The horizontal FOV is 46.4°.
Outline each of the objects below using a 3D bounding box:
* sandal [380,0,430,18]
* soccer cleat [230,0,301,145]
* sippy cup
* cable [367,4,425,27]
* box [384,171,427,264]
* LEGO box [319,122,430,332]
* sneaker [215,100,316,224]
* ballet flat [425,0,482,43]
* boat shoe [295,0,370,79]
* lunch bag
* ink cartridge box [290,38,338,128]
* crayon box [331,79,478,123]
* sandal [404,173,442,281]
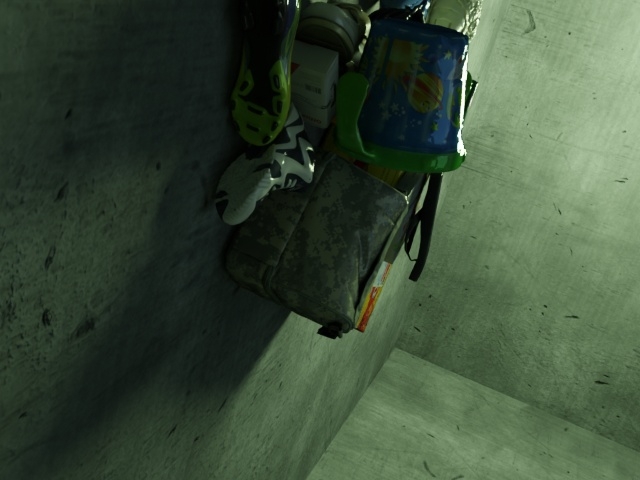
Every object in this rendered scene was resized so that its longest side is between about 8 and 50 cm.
[{"bbox_3d":[0.171,-0.509,1.555,0.138,0.126,0.317,-68,164,15],"label":"sandal"},{"bbox_3d":[-0.072,-0.270,1.092,0.121,0.093,0.289,-62,166,-46],"label":"soccer cleat"},{"bbox_3d":[0.152,-0.257,1.284,0.305,0.239,0.224,-77,176,-67],"label":"sippy cup"},{"bbox_3d":[0.147,-0.426,1.550,0.184,0.150,0.047,33,42,-77],"label":"cable"},{"bbox_3d":[0.179,-0.062,1.597,0.145,0.038,0.186,-52,159,-46],"label":"box"},{"bbox_3d":[0.088,-0.066,1.725,0.501,0.193,0.372,-67,165,-6],"label":"LEGO box"},{"bbox_3d":[-0.074,-0.098,1.240,0.153,0.094,0.235,50,49,-44],"label":"sneaker"},{"bbox_3d":[0.335,-0.533,2.028,0.147,0.146,0.409,-50,156,-49],"label":"ballet flat"},{"bbox_3d":[0.024,-0.361,1.284,0.302,0.113,0.103,10,99,-84],"label":"boat shoe"},{"bbox_3d":[0.000,0.000,1.390,0.305,0.255,0.213,-63,164,-17],"label":"lunch bag"},{"bbox_3d":[-0.023,-0.263,1.249,0.135,0.099,0.056,88,27,-59],"label":"ink cartridge box"},{"bbox_3d":[0.156,-0.280,1.493,0.081,0.278,0.166,-41,150,-74],"label":"crayon box"},{"bbox_3d":[0.218,-0.039,1.615,0.097,0.054,0.255,-30,130,-77],"label":"sandal"}]
